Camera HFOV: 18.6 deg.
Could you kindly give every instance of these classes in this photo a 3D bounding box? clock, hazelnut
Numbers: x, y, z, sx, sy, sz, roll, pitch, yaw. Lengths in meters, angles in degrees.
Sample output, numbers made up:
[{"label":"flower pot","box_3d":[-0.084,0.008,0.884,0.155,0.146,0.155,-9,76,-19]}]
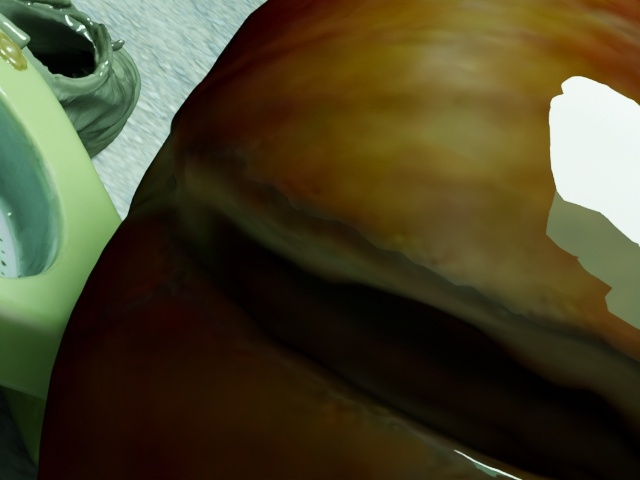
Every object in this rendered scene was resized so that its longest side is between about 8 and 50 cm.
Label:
[{"label":"clock","box_3d":[-0.209,-0.033,0.817,0.308,0.096,0.235,24,32,-55]},{"label":"hazelnut","box_3d":[0.072,0.050,0.790,0.359,0.359,0.409,36,27,-12]}]

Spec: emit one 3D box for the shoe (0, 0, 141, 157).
[{"label":"shoe","box_3d":[-0.162,-0.099,1.119,0.103,0.098,0.275,44,17,-1]}]
